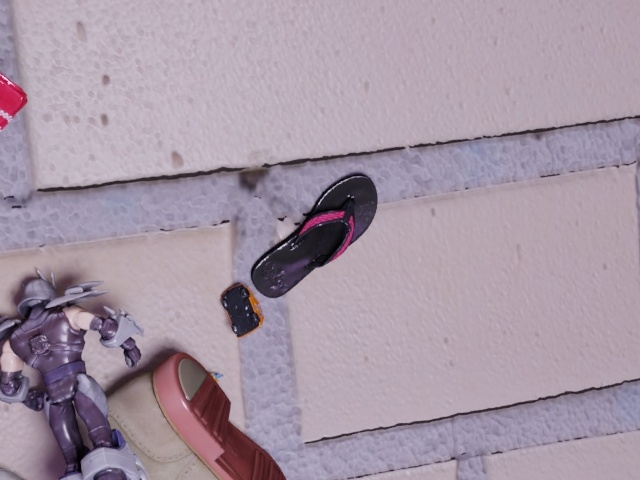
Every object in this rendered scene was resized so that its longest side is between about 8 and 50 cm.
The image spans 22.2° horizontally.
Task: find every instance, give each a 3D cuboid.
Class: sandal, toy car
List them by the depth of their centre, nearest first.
[{"bbox_3d":[0.000,0.000,1.834,0.179,0.040,0.067,-43,109,-4],"label":"sandal"},{"bbox_3d":[-0.107,0.107,1.839,0.122,0.060,0.040,-48,155,15],"label":"toy car"}]

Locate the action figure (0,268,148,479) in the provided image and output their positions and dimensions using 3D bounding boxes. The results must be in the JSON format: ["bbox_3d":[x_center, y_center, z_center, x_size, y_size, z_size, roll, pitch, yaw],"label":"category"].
[{"bbox_3d":[-0.263,0.162,1.728,0.185,0.099,0.285,-28,73,29],"label":"action figure"}]

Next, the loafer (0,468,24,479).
[{"bbox_3d":[-0.298,0.397,1.792,0.112,0.111,0.319,-28,108,-9],"label":"loafer"}]

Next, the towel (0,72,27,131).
[{"bbox_3d":[-0.448,-0.106,1.630,0.199,0.031,0.275,36,110,-27],"label":"towel"}]

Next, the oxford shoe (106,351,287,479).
[{"bbox_3d":[-0.122,0.284,1.838,0.130,0.123,0.348,-25,109,17],"label":"oxford shoe"}]
